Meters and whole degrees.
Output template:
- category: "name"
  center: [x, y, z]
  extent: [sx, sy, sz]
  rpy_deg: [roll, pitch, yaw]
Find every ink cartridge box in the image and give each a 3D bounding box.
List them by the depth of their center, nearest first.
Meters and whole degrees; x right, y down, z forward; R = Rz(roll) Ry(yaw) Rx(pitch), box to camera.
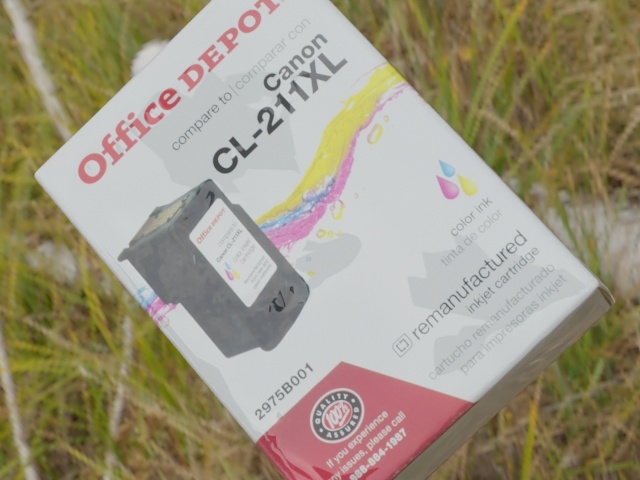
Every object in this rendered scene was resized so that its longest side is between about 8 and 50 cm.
- category: "ink cartridge box"
  center: [0.000, 0.000, 0.562]
  extent: [0.127, 0.072, 0.175]
  rpy_deg: [-44, 74, 5]
